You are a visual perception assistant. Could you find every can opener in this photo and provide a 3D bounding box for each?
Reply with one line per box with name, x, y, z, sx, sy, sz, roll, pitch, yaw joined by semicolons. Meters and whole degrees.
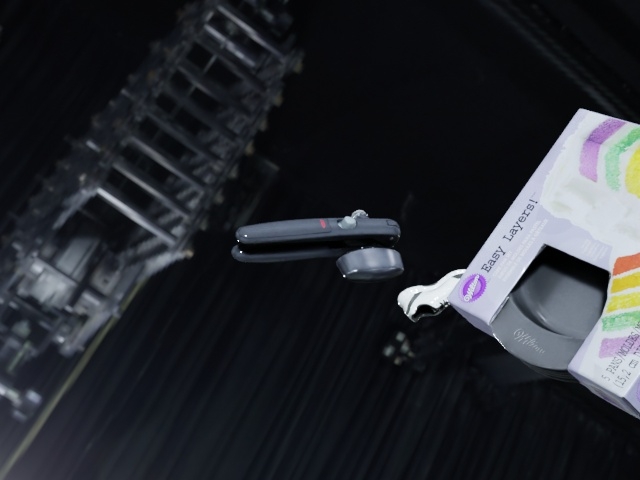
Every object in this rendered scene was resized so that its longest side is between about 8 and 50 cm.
can opener;0.000;0.000;1.064;0.186;0.073;0.059;4;-55;-23

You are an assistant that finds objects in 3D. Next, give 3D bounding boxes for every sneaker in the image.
sneaker;0.153;0.072;1.295;0.109;0.044;0.040;-22;-52;3

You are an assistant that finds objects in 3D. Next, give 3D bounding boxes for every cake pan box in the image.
cake pan box;0.279;0.016;1.003;0.070;0.267;0.245;40;-5;-37
